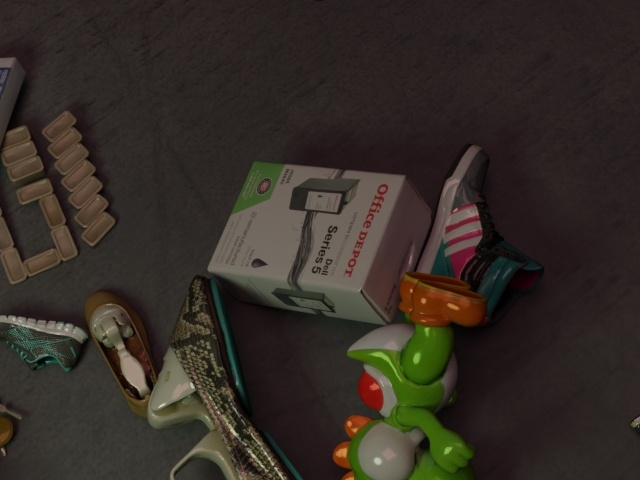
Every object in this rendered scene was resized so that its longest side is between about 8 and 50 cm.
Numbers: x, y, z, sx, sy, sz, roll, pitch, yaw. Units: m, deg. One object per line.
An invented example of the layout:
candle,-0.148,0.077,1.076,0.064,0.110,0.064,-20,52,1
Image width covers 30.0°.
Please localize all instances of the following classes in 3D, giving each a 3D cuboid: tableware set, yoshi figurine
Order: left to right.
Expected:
tableware set,-0.516,0.304,1.768,0.104,0.024,0.154,24,70,18
yoshi figurine,0.158,0.238,1.642,0.203,0.203,0.362,20,98,42

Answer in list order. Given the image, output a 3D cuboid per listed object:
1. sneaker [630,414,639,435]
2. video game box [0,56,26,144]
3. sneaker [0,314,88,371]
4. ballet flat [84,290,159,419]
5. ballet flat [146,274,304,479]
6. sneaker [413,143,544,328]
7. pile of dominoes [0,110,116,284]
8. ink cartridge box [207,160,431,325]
sneaker,0.484,0.254,1.708,0.083,0.031,0.035,-29,80,-4
video game box,-0.603,-0.210,1.972,0.187,0.048,0.205,-2,58,18
sneaker,-0.439,0.158,1.808,0.166,0.065,0.076,6,70,9
ballet flat,-0.292,0.158,1.787,0.080,0.073,0.232,-31,66,-8
ballet flat,-0.138,0.277,1.673,0.182,0.164,0.483,-25,69,-9
sneaker,0.252,0.004,1.785,0.178,0.124,0.296,15,74,16
pile of dominoes,-0.450,-0.070,1.940,0.196,0.040,0.251,-23,74,-6
ink cartridge box,0.000,0.000,1.766,0.272,0.115,0.198,7,63,32
